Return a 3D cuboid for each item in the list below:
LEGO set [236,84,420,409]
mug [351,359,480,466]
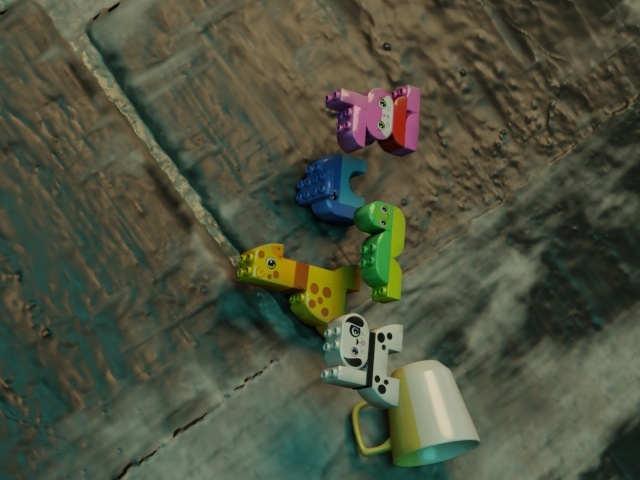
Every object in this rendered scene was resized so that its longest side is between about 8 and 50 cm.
[{"bbox_3d":[0.000,0.000,1.171,0.093,0.087,0.227,15,70,-32],"label":"LEGO set"},{"bbox_3d":[0.067,0.119,1.184,0.078,0.062,0.064,-3,69,-28],"label":"mug"}]
